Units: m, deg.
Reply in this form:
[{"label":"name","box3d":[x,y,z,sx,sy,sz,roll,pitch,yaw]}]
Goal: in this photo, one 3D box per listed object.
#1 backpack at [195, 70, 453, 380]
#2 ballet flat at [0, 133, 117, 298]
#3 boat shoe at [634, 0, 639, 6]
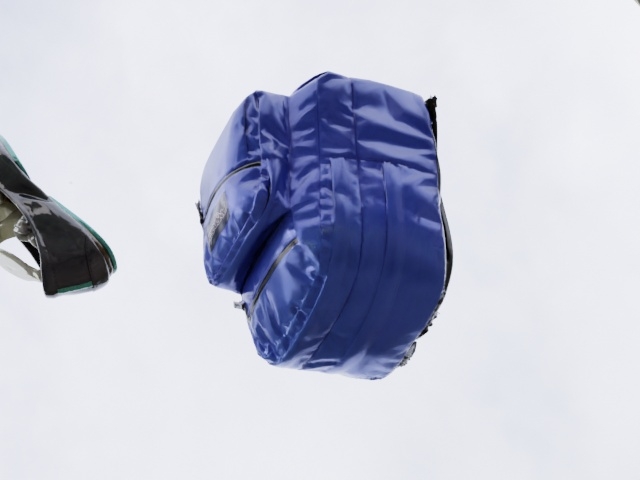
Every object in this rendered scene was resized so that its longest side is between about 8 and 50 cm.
[{"label":"backpack","box3d":[0.000,0.000,0.578,0.101,0.098,0.120,6,-131,-18]},{"label":"ballet flat","box3d":[-0.232,-0.018,1.003,0.074,0.203,0.074,-25,-44,-28]},{"label":"boat shoe","box3d":[0.217,-0.136,0.761,0.153,0.048,0.056,37,-68,-28]}]
